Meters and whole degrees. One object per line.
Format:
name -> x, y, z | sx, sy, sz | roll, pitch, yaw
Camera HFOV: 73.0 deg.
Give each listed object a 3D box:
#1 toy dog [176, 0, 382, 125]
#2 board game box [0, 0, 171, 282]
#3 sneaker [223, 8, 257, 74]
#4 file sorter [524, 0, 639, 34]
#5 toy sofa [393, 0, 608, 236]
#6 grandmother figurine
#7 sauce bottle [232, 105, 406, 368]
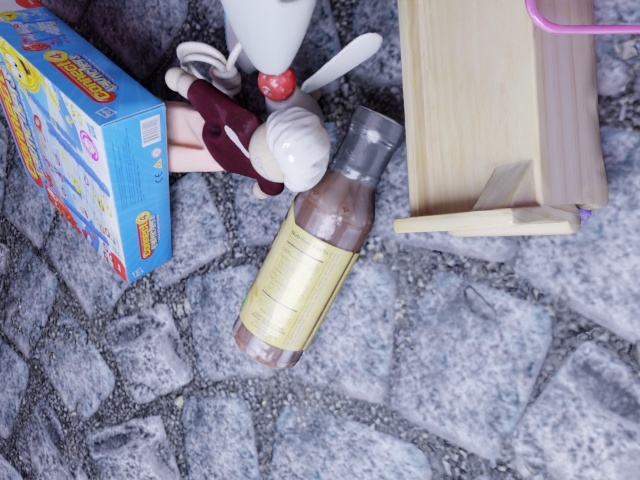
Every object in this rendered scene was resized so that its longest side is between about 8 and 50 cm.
toy dog -> -0.036, -0.259, 0.470 | 0.220, 0.334, 0.161 | 31, 73, -3
board game box -> -0.352, -0.136, 0.642 | 0.302, 0.086, 0.308 | 39, 140, 18
sneaker -> -0.090, -0.357, 0.603 | 0.092, 0.087, 0.229 | -10, 96, 18
file sorter -> 0.269, -0.255, 0.229 | 0.202, 0.291, 0.182 | -3, 95, -1
toy sofa -> 0.179, -0.184, 0.461 | 0.150, 0.177, 0.363 | -2, 92, 56
grandmother figurine -> -0.118, -0.121, 0.554 | 0.342, 0.208, 0.104 | 16, 73, 43
sauce bottle -> 0.000, 0.000, 0.562 | 0.111, 0.111, 0.344 | 33, 103, 19
